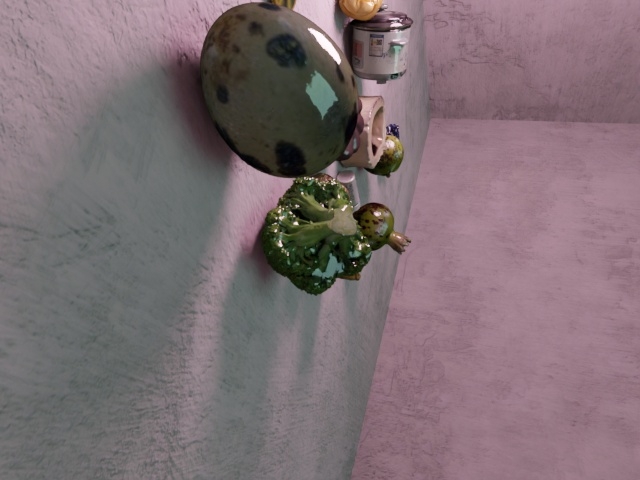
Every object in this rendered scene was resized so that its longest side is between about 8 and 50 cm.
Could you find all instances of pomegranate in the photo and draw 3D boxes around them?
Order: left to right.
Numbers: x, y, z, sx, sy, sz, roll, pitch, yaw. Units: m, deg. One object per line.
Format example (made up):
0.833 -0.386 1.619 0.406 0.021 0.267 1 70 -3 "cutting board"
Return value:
0.274 -0.032 2.260 0.306 0.242 0.242 55 24 4 "pomegranate"
0.304 -0.454 2.309 0.204 0.221 0.277 43 36 -46 "pomegranate"

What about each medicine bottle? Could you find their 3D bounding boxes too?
0.127 -0.219 2.074 0.184 0.086 0.086 75 30 -46 "medicine bottle"

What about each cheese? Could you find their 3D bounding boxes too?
0.190 -0.489 2.062 0.332 0.153 0.293 -60 150 -44 "cheese"

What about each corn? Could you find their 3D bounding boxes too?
0.037 -0.199 1.833 0.289 0.098 0.098 21 77 -66 "corn"

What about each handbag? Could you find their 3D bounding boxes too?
0.392 -0.533 2.648 0.162 0.113 0.261 -37 132 -57 "handbag"

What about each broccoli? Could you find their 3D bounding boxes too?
-0.014 -0.022 1.457 0.413 0.321 0.310 15 123 -33 "broccoli"

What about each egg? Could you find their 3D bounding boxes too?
-0.091 -0.337 1.074 0.428 0.344 0.345 52 48 -55 "egg"

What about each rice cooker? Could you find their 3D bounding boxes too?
0.256 -0.839 1.961 0.264 0.316 0.317 -16 120 -21 "rice cooker"

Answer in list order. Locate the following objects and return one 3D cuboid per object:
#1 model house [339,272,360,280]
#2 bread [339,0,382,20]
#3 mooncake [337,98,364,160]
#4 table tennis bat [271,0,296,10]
0.078 0.026 1.853 0.173 0.267 0.239 -4 100 -49 "model house"
0.173 -0.991 1.829 0.121 0.172 0.312 121 -8 -63 "bread"
0.057 -0.436 1.725 0.306 0.154 0.307 10 90 -68 "mooncake"
-0.126 -0.755 1.280 0.321 0.050 0.199 -11 109 -73 "table tennis bat"
